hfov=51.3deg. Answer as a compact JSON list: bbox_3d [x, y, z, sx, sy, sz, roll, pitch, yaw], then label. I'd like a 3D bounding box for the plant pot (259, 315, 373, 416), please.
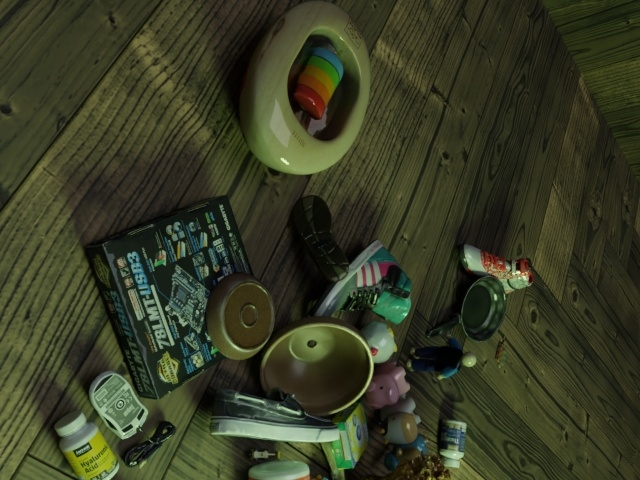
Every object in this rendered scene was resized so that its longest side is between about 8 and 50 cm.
[{"bbox_3d":[-0.012,0.245,1.403,0.237,0.237,0.110,54,10,-26],"label":"plant pot"}]

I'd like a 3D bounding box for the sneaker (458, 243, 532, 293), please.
[{"bbox_3d":[0.534,0.071,1.996,0.270,0.145,0.090,39,45,-37],"label":"sneaker"}]

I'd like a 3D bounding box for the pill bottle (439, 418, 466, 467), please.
[{"bbox_3d":[0.358,0.552,1.811,0.067,0.067,0.120,26,66,-41],"label":"pill bottle"}]

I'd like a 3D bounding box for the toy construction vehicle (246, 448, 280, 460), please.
[{"bbox_3d":[-0.121,0.406,1.364,0.098,0.035,0.086,13,68,-42],"label":"toy construction vehicle"}]

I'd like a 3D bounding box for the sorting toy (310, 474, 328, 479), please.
[{"bbox_3d":[0.020,0.551,1.453,0.045,0.075,0.083,-34,109,-43],"label":"sorting toy"}]

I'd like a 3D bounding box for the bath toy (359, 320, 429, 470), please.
[{"bbox_3d":[0.153,0.366,1.590,0.129,0.151,0.348,-21,99,-13],"label":"bath toy"}]

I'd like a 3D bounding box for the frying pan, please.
[{"bbox_3d":[0.432,0.239,1.946,0.326,0.053,0.197,-39,118,-24],"label":"frying pan"}]

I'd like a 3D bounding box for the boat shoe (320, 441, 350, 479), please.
[{"bbox_3d":[0.032,0.495,1.503,0.056,0.048,0.153,-57,135,-66],"label":"boat shoe"}]

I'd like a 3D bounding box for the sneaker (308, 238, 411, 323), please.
[{"bbox_3d":[0.114,0.136,1.547,0.178,0.124,0.295,42,47,7],"label":"sneaker"}]

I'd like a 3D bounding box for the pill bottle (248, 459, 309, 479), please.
[{"bbox_3d":[-0.079,0.559,1.315,0.124,0.124,0.222,4,80,-46],"label":"pill bottle"}]

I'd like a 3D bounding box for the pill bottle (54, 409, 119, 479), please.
[{"bbox_3d":[-0.381,0.336,1.077,0.065,0.065,0.116,-39,111,-42],"label":"pill bottle"}]

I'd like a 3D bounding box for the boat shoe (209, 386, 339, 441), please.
[{"bbox_3d":[-0.082,0.346,1.327,0.301,0.108,0.102,17,67,-33],"label":"boat shoe"}]

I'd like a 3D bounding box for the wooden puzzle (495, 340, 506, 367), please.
[{"bbox_3d":[0.569,0.362,2.100,0.049,0.006,0.083,43,55,-33],"label":"wooden puzzle"}]

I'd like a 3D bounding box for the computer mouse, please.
[{"bbox_3d":[-0.335,0.299,1.148,0.106,0.042,0.193,-45,121,-33],"label":"computer mouse"}]

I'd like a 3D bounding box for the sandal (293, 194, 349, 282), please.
[{"bbox_3d":[0.000,0.000,1.496,0.089,0.060,0.219,-21,71,-17],"label":"sandal"}]

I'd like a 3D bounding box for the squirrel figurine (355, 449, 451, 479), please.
[{"bbox_3d":[0.249,0.658,1.453,0.281,0.370,0.397,-54,124,-36],"label":"squirrel figurine"}]

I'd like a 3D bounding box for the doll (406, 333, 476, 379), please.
[{"bbox_3d":[0.314,0.300,1.713,0.046,0.189,0.129,43,56,-33],"label":"doll"}]

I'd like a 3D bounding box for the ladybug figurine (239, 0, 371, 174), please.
[{"bbox_3d":[-0.039,-0.332,1.457,0.305,0.161,0.449,48,54,-30],"label":"ladybug figurine"}]

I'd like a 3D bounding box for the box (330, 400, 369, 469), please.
[{"bbox_3d":[0.070,0.433,1.506,0.179,0.043,0.105,-17,96,-74],"label":"box"}]

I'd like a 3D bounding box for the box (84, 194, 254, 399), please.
[{"bbox_3d":[-0.251,0.095,1.240,0.293,0.073,0.296,-28,106,-44],"label":"box"}]

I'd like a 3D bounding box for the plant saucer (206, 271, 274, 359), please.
[{"bbox_3d":[-0.145,0.144,1.279,0.168,0.029,0.169,6,82,-46],"label":"plant saucer"}]
